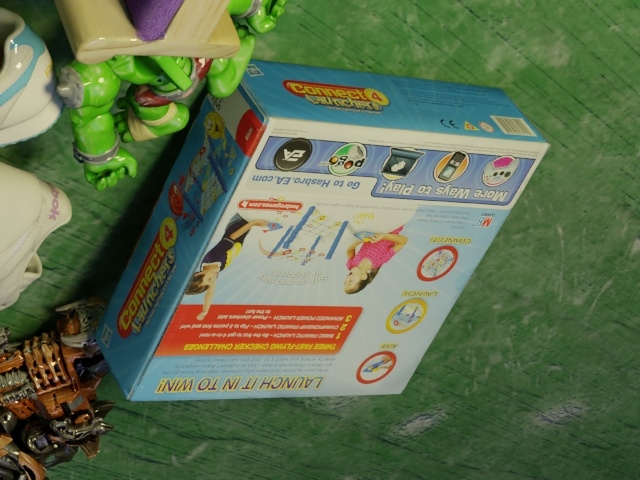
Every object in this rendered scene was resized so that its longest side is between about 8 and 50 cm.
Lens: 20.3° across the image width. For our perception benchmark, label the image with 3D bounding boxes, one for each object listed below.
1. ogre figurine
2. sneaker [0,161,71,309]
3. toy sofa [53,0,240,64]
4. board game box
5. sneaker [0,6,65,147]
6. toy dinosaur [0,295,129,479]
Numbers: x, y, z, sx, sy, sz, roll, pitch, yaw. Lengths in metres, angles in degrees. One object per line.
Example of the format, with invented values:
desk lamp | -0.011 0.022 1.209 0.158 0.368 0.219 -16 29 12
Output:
ogre figurine | -0.115 -0.133 1.300 0.197 0.097 0.118 -28 151 7
sneaker | -0.313 0.051 1.434 0.152 0.114 0.305 11 136 -43
toy sofa | -0.080 -0.276 1.048 0.177 0.150 0.362 -2 144 -35
board game box | 0.000 0.000 1.543 0.308 0.086 0.302 3 129 -38
sneaker | -0.299 -0.091 1.262 0.228 0.087 0.092 -27 144 -9
toy dinosaur | -0.288 0.168 1.656 0.321 0.164 0.218 -18 140 27
